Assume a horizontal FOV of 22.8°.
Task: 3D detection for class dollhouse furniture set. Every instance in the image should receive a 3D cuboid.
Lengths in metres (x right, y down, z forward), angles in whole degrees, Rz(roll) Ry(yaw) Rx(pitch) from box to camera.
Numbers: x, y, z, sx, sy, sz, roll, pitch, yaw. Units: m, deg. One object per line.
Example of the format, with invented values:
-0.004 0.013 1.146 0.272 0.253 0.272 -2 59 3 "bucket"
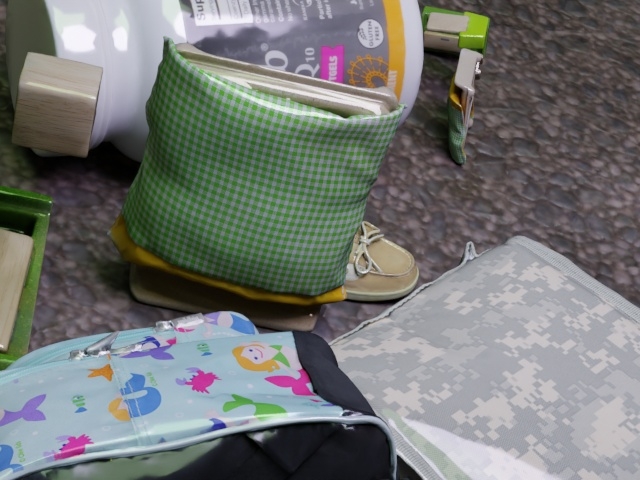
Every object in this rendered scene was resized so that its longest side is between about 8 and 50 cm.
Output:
0.101 -0.137 1.296 0.058 0.076 0.152 9 41 7 "dollhouse furniture set"
-0.113 -0.006 0.992 0.301 0.197 0.151 11 43 -8 "dollhouse furniture set"

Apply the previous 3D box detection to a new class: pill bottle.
-0.078 -0.139 1.164 0.278 0.162 0.162 -8 50 -25 "pill bottle"

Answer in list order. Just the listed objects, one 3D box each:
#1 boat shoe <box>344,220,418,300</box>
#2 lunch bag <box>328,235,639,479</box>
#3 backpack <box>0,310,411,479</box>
0.000 -0.001 1.135 0.153 0.048 0.056 21 44 1 "boat shoe"
0.126 0.145 0.950 0.235 0.169 0.287 -29 65 -38 "lunch bag"
-0.100 0.160 0.820 0.253 0.225 0.191 -12 29 -23 "backpack"
